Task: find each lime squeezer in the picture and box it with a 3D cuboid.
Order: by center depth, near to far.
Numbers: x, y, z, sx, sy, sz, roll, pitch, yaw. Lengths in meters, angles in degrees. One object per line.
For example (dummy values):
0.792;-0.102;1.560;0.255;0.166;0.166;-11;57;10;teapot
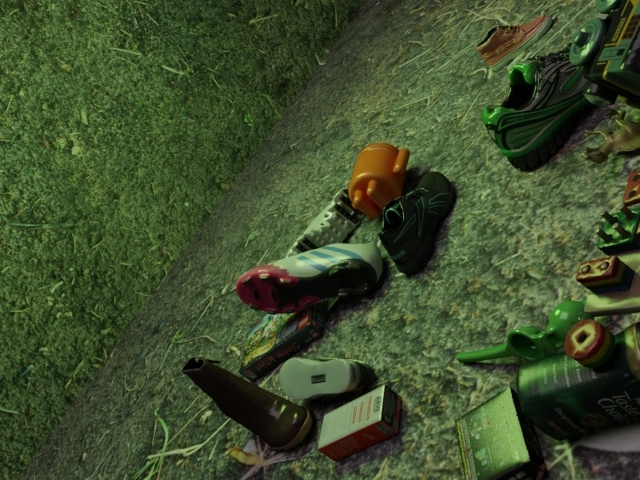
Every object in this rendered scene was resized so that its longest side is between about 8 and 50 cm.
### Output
0.298;0.111;0.888;0.310;0.059;0.110;-39;23;28;lime squeezer

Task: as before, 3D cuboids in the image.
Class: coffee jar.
0.315;0.152;0.721;0.184;0.096;0.079;-33;28;37;coffee jar

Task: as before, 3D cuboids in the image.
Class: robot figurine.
0.135;-0.146;1.574;0.219;0.128;0.158;-72;-7;-47;robot figurine

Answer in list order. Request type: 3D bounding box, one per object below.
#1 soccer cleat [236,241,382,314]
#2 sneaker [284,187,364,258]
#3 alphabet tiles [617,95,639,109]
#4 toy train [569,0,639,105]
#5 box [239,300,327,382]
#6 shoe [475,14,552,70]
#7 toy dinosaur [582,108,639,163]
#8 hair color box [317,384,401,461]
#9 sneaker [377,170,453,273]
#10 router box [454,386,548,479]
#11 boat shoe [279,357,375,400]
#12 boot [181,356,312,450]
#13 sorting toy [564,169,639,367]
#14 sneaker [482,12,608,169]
-0.019;0.076;1.439;0.331;0.116;0.143;-9;24;21;soccer cleat
0.000;0.000;1.645;0.292;0.110;0.118;-50;11;-26;sneaker
0.617;-0.308;0.991;0.342;0.011;0.285;-38;21;10;alphabet tiles
0.499;-0.355;0.970;0.190;0.142;0.334;-119;52;-75;toy train
-0.081;0.203;1.512;0.233;0.044;0.159;-38;23;28;box
0.461;-0.493;1.590;0.178;0.081;0.063;-39;23;26;shoe
0.482;-0.170;1.042;0.183;0.053;0.093;-33;32;-1;toy dinosaur
0.062;0.293;1.062;0.141;0.043;0.072;-36;24;34;hair color box
0.192;-0.061;1.341;0.101;0.106;0.267;-29;26;45;sneaker
0.219;0.254;0.819;0.092;0.038;0.122;-39;22;23;router box
0.008;0.253;1.212;0.219;0.070;0.078;-13;74;50;boat shoe
-0.146;0.298;1.241;0.248;0.207;0.090;-12;41;58;boot
0.338;-0.001;0.692;0.132;0.046;0.275;-21;38;61;sorting toy
0.438;-0.298;1.200;0.343;0.146;0.134;-49;20;-2;sneaker
